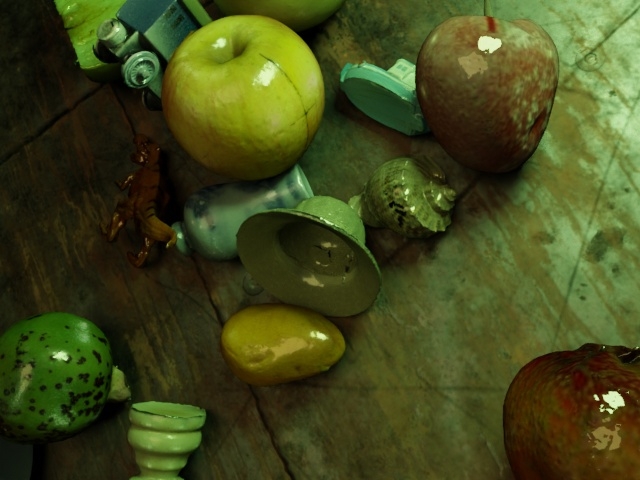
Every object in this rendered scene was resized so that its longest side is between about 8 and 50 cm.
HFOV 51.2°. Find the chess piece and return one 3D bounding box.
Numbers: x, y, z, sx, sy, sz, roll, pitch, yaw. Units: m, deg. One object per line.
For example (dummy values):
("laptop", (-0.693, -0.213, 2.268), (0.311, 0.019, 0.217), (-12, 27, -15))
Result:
("chess piece", (-0.282, 0.412, 1.158), (0.133, 0.133, 0.243), (6, 85, 22))

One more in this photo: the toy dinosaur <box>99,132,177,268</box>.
("toy dinosaur", (-0.332, -0.038, 1.254), (0.208, 0.097, 0.432), (-55, 38, 24))

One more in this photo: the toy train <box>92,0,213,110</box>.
("toy train", (-0.265, -0.332, 1.222), (0.131, 0.299, 0.202), (40, 87, 26))

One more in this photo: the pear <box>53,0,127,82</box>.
("pear", (-0.411, -0.458, 1.398), (0.239, 0.139, 0.288), (-28, 65, -2))

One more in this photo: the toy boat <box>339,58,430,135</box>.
("toy boat", (0.127, -0.264, 1.176), (0.215, 0.088, 0.102), (31, 57, 25))

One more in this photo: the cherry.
("cherry", (0.255, -0.247, 1.029), (0.213, 0.236, 0.285), (20, 122, 59))

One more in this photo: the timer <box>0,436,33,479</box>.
("timer", (-0.722, 0.447, 1.290), (0.395, 0.173, 0.394), (-5, 75, 20))

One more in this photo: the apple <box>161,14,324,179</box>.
("apple", (-0.124, -0.236, 1.127), (0.286, 0.233, 0.286), (-6, 49, 7))

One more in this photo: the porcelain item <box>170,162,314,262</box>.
("porcelain item", (-0.141, -0.048, 1.200), (0.259, 0.141, 0.141), (-21, 71, 6))

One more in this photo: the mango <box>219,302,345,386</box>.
("mango", (-0.067, 0.179, 1.131), (0.228, 0.109, 0.147), (5, 56, 23))

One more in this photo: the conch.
("conch", (0.139, -0.075, 1.126), (0.207, 0.130, 0.155), (-8, 40, 42))

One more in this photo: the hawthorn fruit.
("hawthorn fruit", (0.387, 0.309, 0.853), (0.285, 0.285, 0.368), (-8, 98, 20))

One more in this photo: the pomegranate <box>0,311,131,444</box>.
("pomegranate", (-0.478, 0.250, 1.213), (0.254, 0.271, 0.254), (-34, 51, 54))

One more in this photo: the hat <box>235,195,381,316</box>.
("hat", (0.000, 0.000, 1.114), (0.257, 0.257, 0.130), (9, 50, 23))

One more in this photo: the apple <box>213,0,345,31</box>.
("apple", (-0.082, -0.514, 1.194), (0.254, 0.292, 0.291), (-15, 73, 30))
